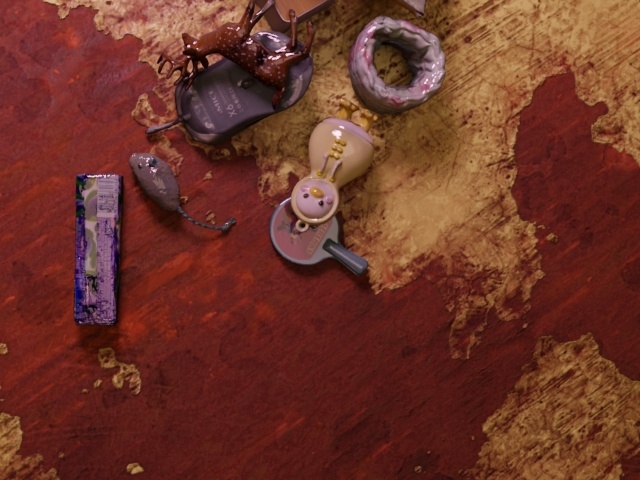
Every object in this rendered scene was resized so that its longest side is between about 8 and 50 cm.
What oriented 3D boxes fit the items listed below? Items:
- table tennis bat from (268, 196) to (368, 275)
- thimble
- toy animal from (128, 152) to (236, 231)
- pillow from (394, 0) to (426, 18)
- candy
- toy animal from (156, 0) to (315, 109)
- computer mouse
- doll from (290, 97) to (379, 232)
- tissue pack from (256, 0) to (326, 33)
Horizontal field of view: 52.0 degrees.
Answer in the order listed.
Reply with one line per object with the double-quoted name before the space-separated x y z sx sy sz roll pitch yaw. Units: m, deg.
"table tennis bat" 0.000 0.000 1.451 0.244 0.040 0.153 34 85 -8
"thimble" 0.153 -0.376 1.396 0.185 0.149 0.211 -35 100 -5
"toy animal" -0.296 -0.089 1.364 0.253 0.070 0.079 41 101 -15
"pillow" 0.115 -0.632 1.294 0.310 0.119 0.313 20 73 -23
"candy" -0.454 0.017 1.339 0.088 0.061 0.313 2 93 -11
"toy animal" -0.163 -0.363 1.264 0.243 0.087 0.260 37 103 -3
"computer mouse" -0.190 -0.300 1.363 0.379 0.090 0.167 -23 91 5
"doll" 0.023 -0.151 1.390 0.141 0.117 0.296 25 82 0
"tissue pack" -0.079 -0.571 1.336 0.159 0.136 0.246 -33 100 -7
